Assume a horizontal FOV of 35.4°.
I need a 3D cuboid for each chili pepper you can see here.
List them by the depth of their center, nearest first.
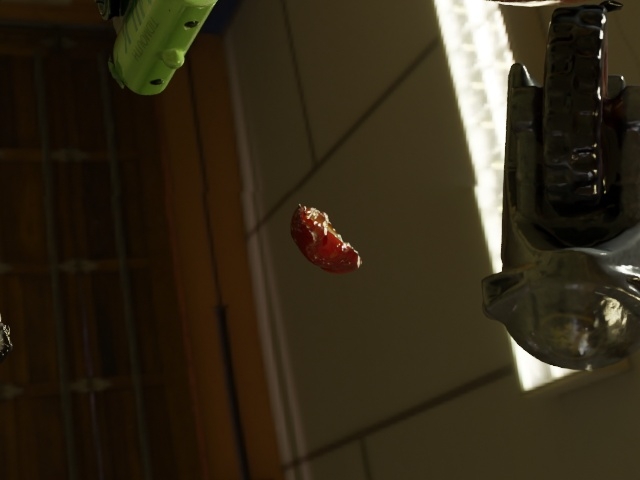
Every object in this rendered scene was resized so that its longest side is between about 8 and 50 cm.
[{"bbox_3d":[0.000,0.000,0.639,0.045,0.027,0.178,52,2,9],"label":"chili pepper"}]

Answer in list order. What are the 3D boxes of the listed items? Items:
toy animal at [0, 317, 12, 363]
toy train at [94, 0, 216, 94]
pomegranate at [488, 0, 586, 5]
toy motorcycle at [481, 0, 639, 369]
[{"bbox_3d":[-0.334,0.113,0.713,0.204,0.156,0.208,-23,-129,34],"label":"toy animal"},{"bbox_3d":[-0.176,-0.259,1.091,0.253,0.105,0.157,-37,-115,60],"label":"toy train"},{"bbox_3d":[0.107,-0.226,0.424,0.221,0.221,0.256,20,-94,63],"label":"pomegranate"},{"bbox_3d":[0.111,-0.012,0.400,0.215,0.080,0.122,14,79,-72],"label":"toy motorcycle"}]
